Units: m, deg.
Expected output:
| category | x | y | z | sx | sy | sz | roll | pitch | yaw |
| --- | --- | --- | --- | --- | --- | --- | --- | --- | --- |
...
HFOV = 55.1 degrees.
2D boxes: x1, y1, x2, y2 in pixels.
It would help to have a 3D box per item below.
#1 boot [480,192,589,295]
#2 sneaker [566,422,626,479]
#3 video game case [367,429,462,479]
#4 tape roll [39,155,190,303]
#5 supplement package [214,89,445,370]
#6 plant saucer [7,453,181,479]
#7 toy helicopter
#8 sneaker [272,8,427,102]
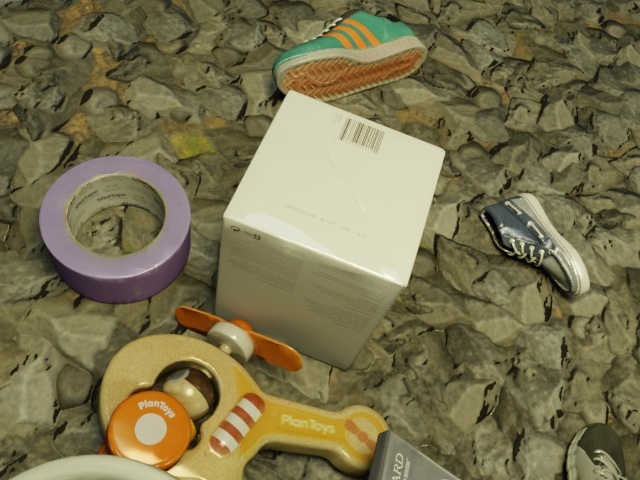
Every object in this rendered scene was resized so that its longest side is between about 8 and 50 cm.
| category | x | y | z | sx | sy | sz | roll | pitch | yaw |
| --- | --- | --- | --- | --- | --- | --- | --- | --- | --- |
| boot | 0.326 | 0.014 | 0.948 | 0.086 | 0.069 | 0.190 | -18 | 57 | -13 |
| sneaker | 0.357 | 0.303 | 0.728 | 0.086 | 0.132 | 0.229 | 32 | 49 | 2 |
| video game case | 0.149 | 0.355 | 0.647 | 0.274 | 0.026 | 0.196 | 37 | 43 | -14 |
| tape roll | -0.270 | -0.016 | 0.826 | 0.188 | 0.080 | 0.189 | 5 | 60 | -9 |
| supplement package | 0.000 | 0.000 | 0.765 | 0.199 | 0.263 | 0.198 | 21 | 58 | 1 |
| plant saucer | -0.203 | 0.401 | 0.537 | 0.400 | 0.100 | 0.401 | -6 | 67 | 15 |
| toy helicopter | -0.080 | 0.198 | 0.737 | 0.355 | 0.140 | 0.235 | 16 | 49 | -15 |
| sneaker | 0.036 | -0.326 | 1.061 | 0.302 | 0.108 | 0.121 | -18 | 64 | -30 |
